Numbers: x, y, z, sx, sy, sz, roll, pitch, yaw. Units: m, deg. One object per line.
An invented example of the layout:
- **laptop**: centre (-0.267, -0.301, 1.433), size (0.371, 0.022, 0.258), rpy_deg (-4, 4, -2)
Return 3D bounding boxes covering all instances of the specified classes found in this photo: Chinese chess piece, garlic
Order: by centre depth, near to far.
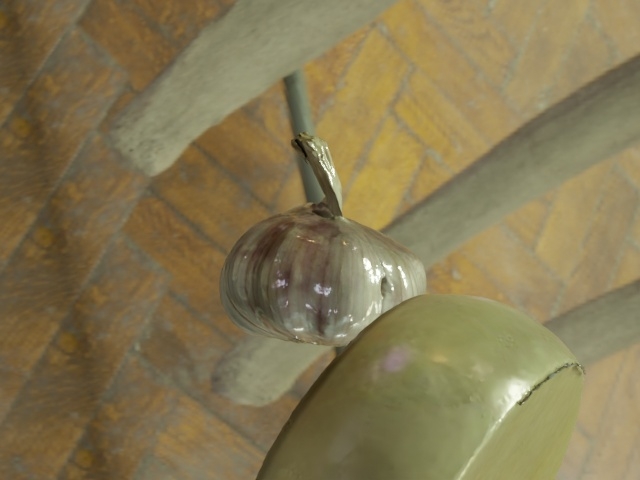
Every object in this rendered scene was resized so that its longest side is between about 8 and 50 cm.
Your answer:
- **Chinese chess piece**: centre (0.053, 0.149, 0.708), size (0.251, 0.097, 0.251), rpy_deg (-42, 148, -33)
- **garlic**: centre (0.000, 0.000, 1.423), size (0.245, 0.245, 0.253), rpy_deg (-8, 100, -38)
